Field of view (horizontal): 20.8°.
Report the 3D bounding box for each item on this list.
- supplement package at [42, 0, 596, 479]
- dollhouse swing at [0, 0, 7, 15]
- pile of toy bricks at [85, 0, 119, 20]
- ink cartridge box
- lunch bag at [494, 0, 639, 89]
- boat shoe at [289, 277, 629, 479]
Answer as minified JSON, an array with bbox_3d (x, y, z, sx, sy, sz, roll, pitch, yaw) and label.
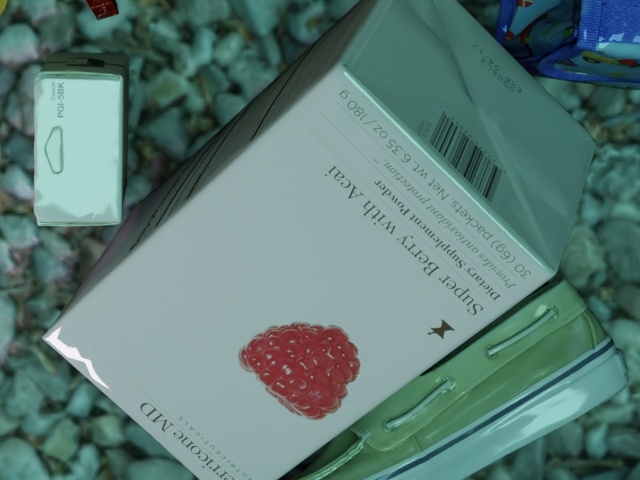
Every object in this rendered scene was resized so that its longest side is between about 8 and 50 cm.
[{"bbox_3d":[0.000,0.000,1.101,0.177,0.175,0.293,43,123,-10],"label":"supplement package"},{"bbox_3d":[-0.404,-0.242,1.137,0.315,0.305,0.346,31,101,32],"label":"dollhouse swing"},{"bbox_3d":[-0.138,-0.240,1.119,0.118,0.212,0.105,-16,65,6],"label":"pile of toy bricks"},{"bbox_3d":[-0.155,-0.069,1.151,0.056,0.135,0.099,1,102,-5],"label":"ink cartridge box"},{"bbox_3d":[0.245,-0.147,1.082,0.221,0.293,0.138,6,101,-5],"label":"lunch bag"},{"bbox_3d":[0.070,0.130,1.238,0.302,0.109,0.094,-28,87,-7],"label":"boat shoe"}]
